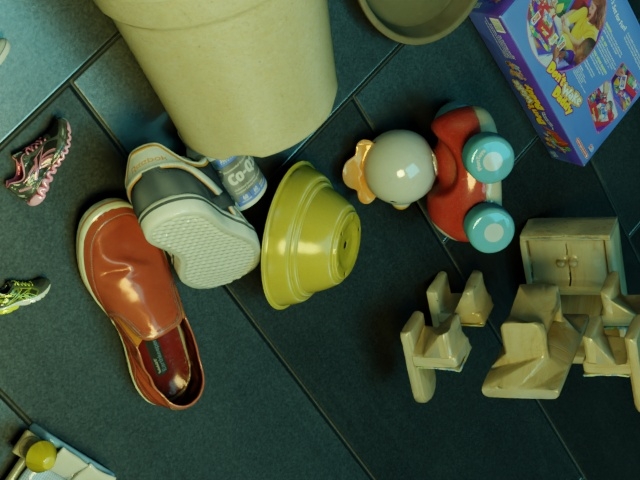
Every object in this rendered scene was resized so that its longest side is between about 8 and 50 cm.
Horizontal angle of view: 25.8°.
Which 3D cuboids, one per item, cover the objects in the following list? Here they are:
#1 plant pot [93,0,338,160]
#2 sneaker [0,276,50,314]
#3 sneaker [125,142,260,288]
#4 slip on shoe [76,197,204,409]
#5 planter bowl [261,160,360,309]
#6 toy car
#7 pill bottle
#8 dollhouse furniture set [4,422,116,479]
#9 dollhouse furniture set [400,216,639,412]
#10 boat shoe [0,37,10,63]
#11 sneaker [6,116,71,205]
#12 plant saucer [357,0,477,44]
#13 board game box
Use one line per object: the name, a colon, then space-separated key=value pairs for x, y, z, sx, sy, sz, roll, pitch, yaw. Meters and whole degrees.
plant pot: x=-0.115 y=-0.282 z=1.747 sx=0.334 sy=0.334 sz=0.305 roll=-40 pitch=137 yaw=-22
sneaker: x=-0.386 y=0.065 z=1.800 sx=0.083 sy=0.031 sz=0.035 roll=-30 pitch=121 yaw=-28
sneaker: x=-0.168 y=-0.035 z=1.864 sx=0.126 sy=0.127 sz=0.321 roll=-24 pitch=159 yaw=2
slip on shoe: x=-0.233 y=0.090 z=1.888 sx=0.123 sy=0.101 sz=0.331 roll=-30 pitch=120 yaw=-26
planter bowl: x=0.000 y=0.000 z=1.991 sx=0.217 sy=0.090 sz=0.217 roll=11 pitch=90 yaw=-71
toy car: x=0.149 y=-0.092 z=2.110 sx=0.238 sy=0.219 sz=0.210 roll=-6 pitch=112 yaw=-7
pill bottle: x=-0.136 y=-0.111 z=1.914 sx=0.078 sy=0.078 sz=0.137 roll=-45 pitch=128 yaw=-19
dollhouse furniture set: x=-0.336 y=0.445 z=1.857 sx=0.303 sy=0.198 sz=0.286 roll=44 pitch=76 yaw=-39
dollhouse furniture set: x=0.377 y=0.165 z=2.254 sx=0.394 sy=0.362 sz=0.256 roll=-53 pitch=135 yaw=-53
boat shoe: x=-0.417 y=-0.212 z=1.684 sx=0.100 sy=0.035 sz=0.035 roll=-47 pitch=131 yaw=-9
sneaker: x=-0.357 y=-0.105 z=1.764 sx=0.057 sy=0.047 sz=0.119 roll=27 pitch=86 yaw=-30
plant saucer: x=0.144 y=-0.429 z=2.062 sx=0.278 sy=0.041 sz=0.277 roll=-13 pitch=111 yaw=-36
board game box: x=0.405 y=-0.325 z=2.282 sx=0.233 sy=0.078 sz=0.347 roll=-49 pitch=129 yaw=-15
